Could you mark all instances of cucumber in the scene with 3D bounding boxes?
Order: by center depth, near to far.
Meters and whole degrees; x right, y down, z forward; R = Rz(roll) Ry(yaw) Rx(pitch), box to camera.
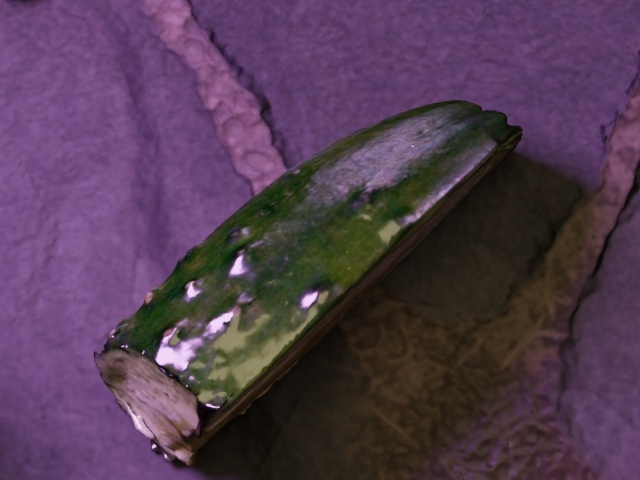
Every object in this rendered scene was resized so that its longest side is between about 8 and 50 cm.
[{"bbox_3d":[-0.001,-0.002,1.253,0.325,0.145,0.105,-40,82,-20],"label":"cucumber"}]
